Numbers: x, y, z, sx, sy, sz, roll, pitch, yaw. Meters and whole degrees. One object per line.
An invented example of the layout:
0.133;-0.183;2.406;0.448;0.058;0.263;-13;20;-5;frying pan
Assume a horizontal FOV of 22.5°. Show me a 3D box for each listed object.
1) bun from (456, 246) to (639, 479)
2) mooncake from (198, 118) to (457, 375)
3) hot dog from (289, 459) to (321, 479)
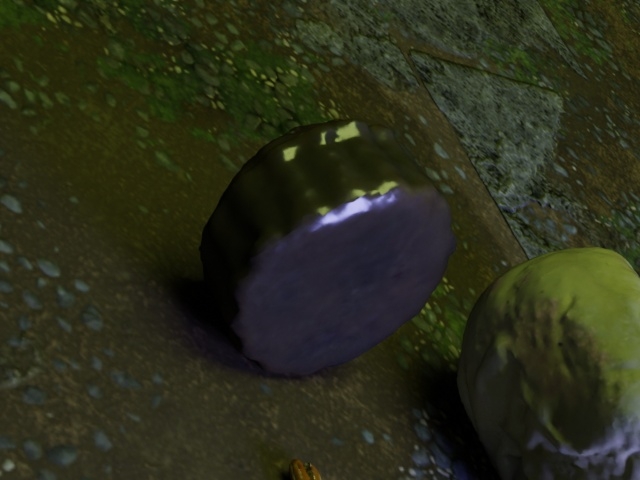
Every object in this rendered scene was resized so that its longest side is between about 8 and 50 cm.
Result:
0.265;0.182;1.500;0.361;0.213;0.361;59;5;-9;bun
0.000;0.000;1.398;0.228;0.228;0.124;9;37;-45;mooncake
-0.006;0.216;1.314;0.037;0.021;0.083;29;31;-44;hot dog
